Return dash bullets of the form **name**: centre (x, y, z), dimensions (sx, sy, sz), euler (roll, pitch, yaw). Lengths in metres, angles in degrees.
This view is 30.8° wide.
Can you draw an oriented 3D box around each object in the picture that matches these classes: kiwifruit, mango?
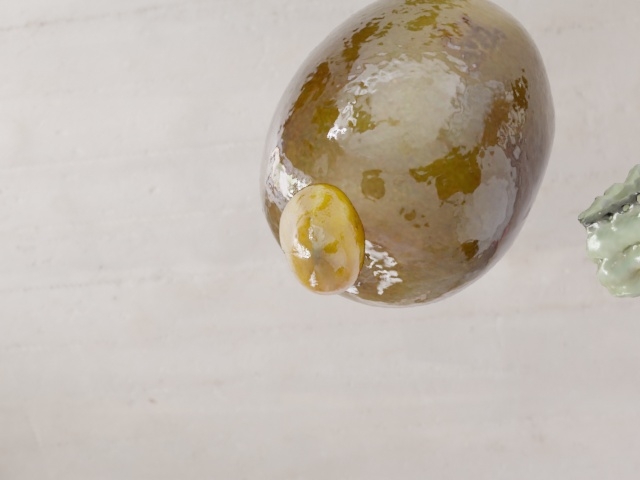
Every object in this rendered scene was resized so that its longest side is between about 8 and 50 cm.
- **kiwifruit**: centre (0.064, -0.070, 0.805), dimensions (0.196, 0.234, 0.196), euler (24, 149, 16)
- **mango**: centre (0.000, 0.000, 0.615), dimensions (0.046, 0.089, 0.060), euler (-13, 94, 6)

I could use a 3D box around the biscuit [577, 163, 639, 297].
- **biscuit**: centre (0.217, -0.052, 0.473), dimensions (0.150, 0.252, 0.052), euler (-31, 89, 40)
